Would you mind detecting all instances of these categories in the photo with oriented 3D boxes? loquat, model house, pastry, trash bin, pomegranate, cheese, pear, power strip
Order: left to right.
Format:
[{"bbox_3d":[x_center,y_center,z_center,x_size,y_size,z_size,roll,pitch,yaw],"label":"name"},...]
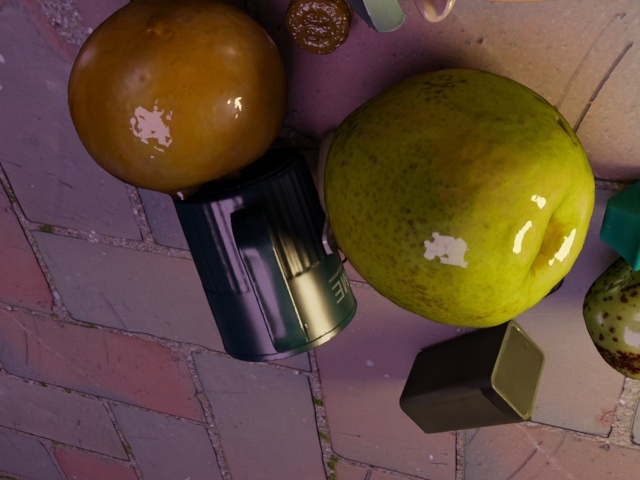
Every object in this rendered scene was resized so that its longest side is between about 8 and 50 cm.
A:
[{"bbox_3d":[-0.211,-0.243,1.294,0.328,0.328,0.359,-3,103,29],"label":"loquat"},{"bbox_3d":[-0.002,-0.330,1.277,0.097,0.057,0.109,-4,133,23],"label":"pastry"},{"bbox_3d":[0.024,-0.067,1.386,0.054,0.251,0.127,-11,127,16],"label":"cheese"},{"bbox_3d":[0.060,-0.385,1.132,0.167,0.054,0.253,54,165,17],"label":"power strip"},{"bbox_3d":[0.182,-0.069,1.239,0.391,0.391,0.391,14,137,14],"label":"pear"},{"bbox_3d":[0.287,0.269,1.663,0.122,0.164,0.240,46,138,-20],"label":"trash bin"},{"bbox_3d":[0.495,-0.027,1.278,0.149,0.127,0.100,9,135,14],"label":"model house"},{"bbox_3d":[0.536,0.141,1.322,0.222,0.276,0.204,-19,133,-4],"label":"pomegranate"}]

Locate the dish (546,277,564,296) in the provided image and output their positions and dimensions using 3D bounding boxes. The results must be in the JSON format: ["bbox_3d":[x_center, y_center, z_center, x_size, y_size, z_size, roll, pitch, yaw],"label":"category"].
[{"bbox_3d":[0.320,0.027,1.467,0.191,0.066,0.190,13,135,13],"label":"dish"}]

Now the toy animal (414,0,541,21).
[{"bbox_3d":[0.239,-0.380,1.003,0.256,0.195,0.213,6,127,25],"label":"toy animal"}]

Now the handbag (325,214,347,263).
[{"bbox_3d":[0.000,0.000,1.598,0.115,0.072,0.139,-22,123,37],"label":"handbag"}]

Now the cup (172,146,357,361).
[{"bbox_3d":[-0.104,0.028,1.416,0.242,0.308,0.292,-7,112,27],"label":"cup"}]
